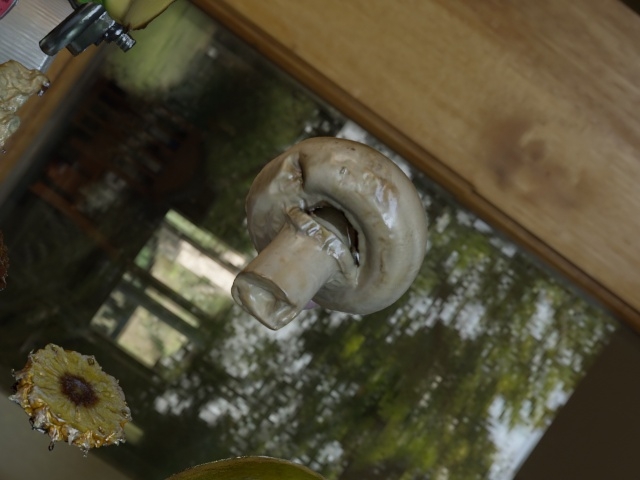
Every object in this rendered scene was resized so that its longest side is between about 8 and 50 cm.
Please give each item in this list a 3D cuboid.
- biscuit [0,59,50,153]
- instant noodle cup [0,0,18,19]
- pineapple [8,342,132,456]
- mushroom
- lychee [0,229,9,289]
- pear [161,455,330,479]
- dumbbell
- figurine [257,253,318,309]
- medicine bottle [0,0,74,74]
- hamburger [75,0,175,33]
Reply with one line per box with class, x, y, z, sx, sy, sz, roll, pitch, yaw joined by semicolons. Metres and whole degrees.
biscuit;-0.420;-0.166;1.491;0.118;0.061;0.183;-11;-143;17
instant noodle cup;-0.425;-0.334;1.199;0.244;0.255;0.244;-17;-117;38
pineapple;-0.379;0.242;1.836;0.047;0.221;0.221;-53;-173;25
mushroom;0.000;0.000;1.766;0.292;0.292;0.290;-48;178;42
lychee;-0.539;0.031;1.608;0.267;0.267;0.267;-53;-172;11
pear;-0.103;0.496;1.806;0.352;0.413;0.352;-175;-90;-81
dumbbell;-0.358;-0.371;1.633;0.192;0.290;0.192;-37;-162;14
figurine;0.015;0.015;2.114;0.287;0.186;0.176;-12;-167;-12
medicine bottle;-0.585;-0.389;1.864;0.224;0.384;0.224;-54;-167;19
hamburger;-0.193;-0.352;1.303;0.237;0.149;0.237;-46;-176;4
